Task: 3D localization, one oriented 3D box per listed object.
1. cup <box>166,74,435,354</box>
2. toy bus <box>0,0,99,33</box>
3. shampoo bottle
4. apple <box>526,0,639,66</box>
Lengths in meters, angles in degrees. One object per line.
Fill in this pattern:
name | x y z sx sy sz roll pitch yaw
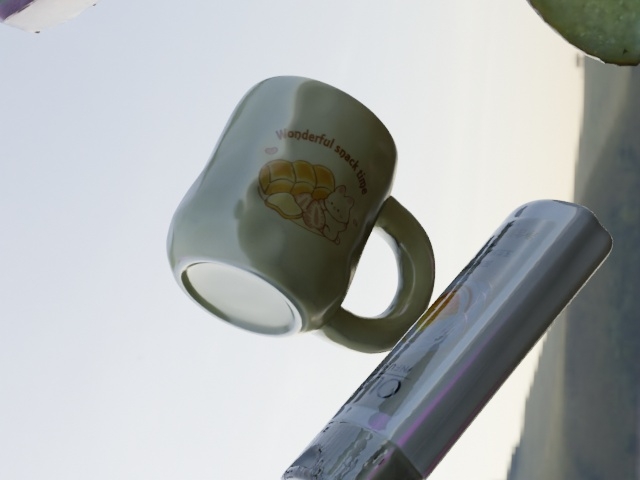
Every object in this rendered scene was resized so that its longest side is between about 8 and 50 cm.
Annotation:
cup | -0.017 -0.002 1.155 0.255 0.173 0.202 53 -129 -41
toy bus | -0.309 -0.361 1.467 0.127 0.303 0.147 -4 -102 -46
shampoo bottle | 0.074 0.069 0.686 0.056 0.086 0.227 49 -114 -12
apple | 0.232 -0.329 0.977 0.254 0.179 0.346 -21 -51 -37
